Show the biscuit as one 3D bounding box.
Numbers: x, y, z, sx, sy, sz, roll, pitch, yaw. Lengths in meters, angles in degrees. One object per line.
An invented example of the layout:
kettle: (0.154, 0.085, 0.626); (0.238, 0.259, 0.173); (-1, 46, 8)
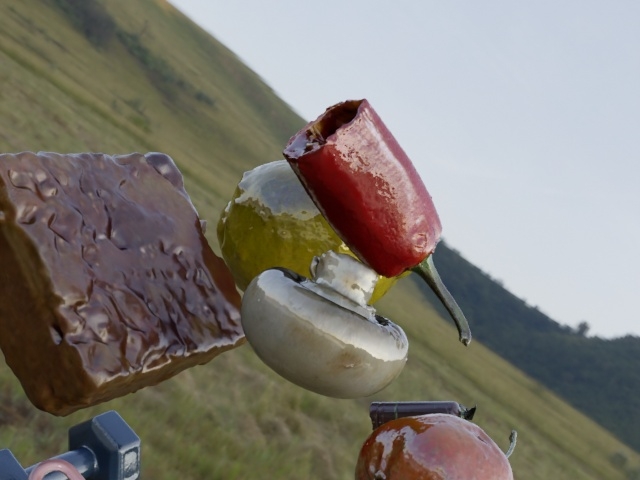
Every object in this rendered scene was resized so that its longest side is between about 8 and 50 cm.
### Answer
biscuit: (-0.297, 0.048, 1.344); (0.342, 0.166, 0.395); (61, 25, 11)

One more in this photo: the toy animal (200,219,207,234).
toy animal: (-0.257, 0.015, 1.594); (0.150, 0.083, 0.089); (-8, -11, 0)

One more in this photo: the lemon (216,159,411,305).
lemon: (-0.007, -0.001, 1.614); (0.316, 0.285, 0.285); (21, -2, -17)

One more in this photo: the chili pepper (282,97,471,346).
chili pepper: (0.094, -0.021, 1.281); (0.338, 0.134, 0.131); (51, -28, -19)

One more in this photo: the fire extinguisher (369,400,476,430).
fire extinguisher: (0.154, 0.259, 1.409); (0.157, 0.045, 0.078); (-4, -40, 17)

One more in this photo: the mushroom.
mushroom: (0.011, 0.106, 1.246); (0.226, 0.178, 0.226); (35, 0, 0)

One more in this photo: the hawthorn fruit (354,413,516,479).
hawthorn fruit: (0.165, 0.268, 1.088); (0.285, 0.165, 0.165); (5, 18, -47)

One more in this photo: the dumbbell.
dumbbell: (-0.467, 0.408, 1.689); (0.160, 0.144, 0.325); (44, 29, 23)

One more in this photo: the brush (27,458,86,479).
brush: (-0.261, 0.352, 1.140); (0.233, 0.103, 0.047); (45, -42, 15)
